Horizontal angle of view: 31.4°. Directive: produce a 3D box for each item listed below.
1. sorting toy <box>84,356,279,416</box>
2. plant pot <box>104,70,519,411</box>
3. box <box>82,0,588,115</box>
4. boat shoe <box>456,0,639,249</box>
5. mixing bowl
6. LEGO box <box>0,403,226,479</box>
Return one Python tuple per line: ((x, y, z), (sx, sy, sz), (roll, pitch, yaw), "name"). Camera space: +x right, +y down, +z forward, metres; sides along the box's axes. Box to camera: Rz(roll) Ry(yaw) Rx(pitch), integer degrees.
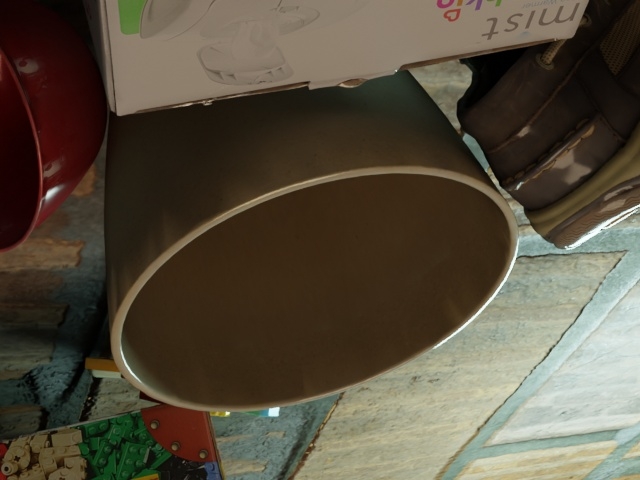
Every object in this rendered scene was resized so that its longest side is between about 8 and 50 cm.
((-0.110, 0.150, 1.155), (0.196, 0.047, 0.348), (1, 172, 36), "sorting toy")
((-0.040, -0.067, 0.764), (0.256, 0.274, 0.256), (-14, 147, -10), "plant pot")
((-0.010, -0.206, 0.616), (0.262, 0.231, 0.127), (-11, 146, -13), "box")
((0.163, -0.143, 0.754), (0.130, 0.355, 0.132), (42, 120, -16), "boat shoe")
((-0.208, -0.093, 0.761), (0.098, 0.181, 0.181), (-31, 161, -43), "mixing bowl")
((-0.296, 0.330, 1.161), (0.372, 0.193, 0.500), (-11, 164, -15), "LEGO box")
